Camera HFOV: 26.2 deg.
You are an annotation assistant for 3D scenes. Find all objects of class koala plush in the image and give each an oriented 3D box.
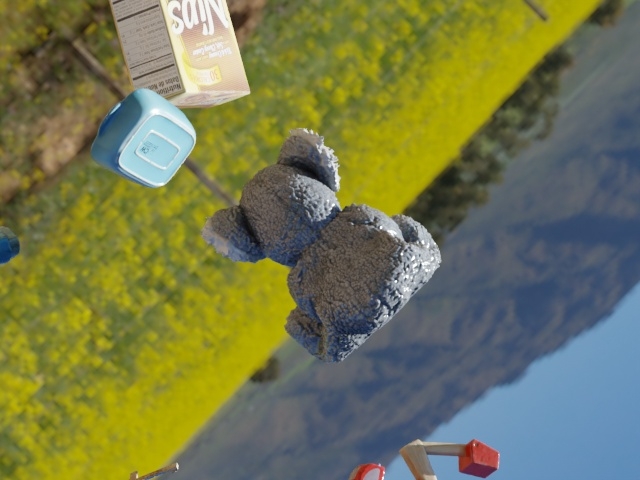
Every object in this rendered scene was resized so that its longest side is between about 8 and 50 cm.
[{"bbox_3d":[0.000,0.000,1.494,0.196,0.221,0.203,-44,180,-2],"label":"koala plush"}]

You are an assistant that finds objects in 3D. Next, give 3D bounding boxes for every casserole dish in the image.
[{"bbox_3d":[-0.216,-0.122,1.730,0.114,0.037,0.188,-53,157,2],"label":"casserole dish"}]

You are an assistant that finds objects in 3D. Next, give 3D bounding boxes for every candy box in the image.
[{"bbox_3d":[-0.212,-0.342,1.892,0.087,0.316,0.183,-17,178,27],"label":"candy box"}]

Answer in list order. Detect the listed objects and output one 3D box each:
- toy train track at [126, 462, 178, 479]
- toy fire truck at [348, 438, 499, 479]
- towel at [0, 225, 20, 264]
[{"bbox_3d":[-0.215,0.299,1.710,0.083,0.014,0.048,-22,-159,4],"label":"toy train track"},{"bbox_3d":[0.131,0.311,1.792,0.047,0.192,0.135,126,-20,-59],"label":"toy fire truck"},{"bbox_3d":[-0.536,0.026,1.429,0.370,0.040,0.271,-15,-163,-40],"label":"towel"}]
